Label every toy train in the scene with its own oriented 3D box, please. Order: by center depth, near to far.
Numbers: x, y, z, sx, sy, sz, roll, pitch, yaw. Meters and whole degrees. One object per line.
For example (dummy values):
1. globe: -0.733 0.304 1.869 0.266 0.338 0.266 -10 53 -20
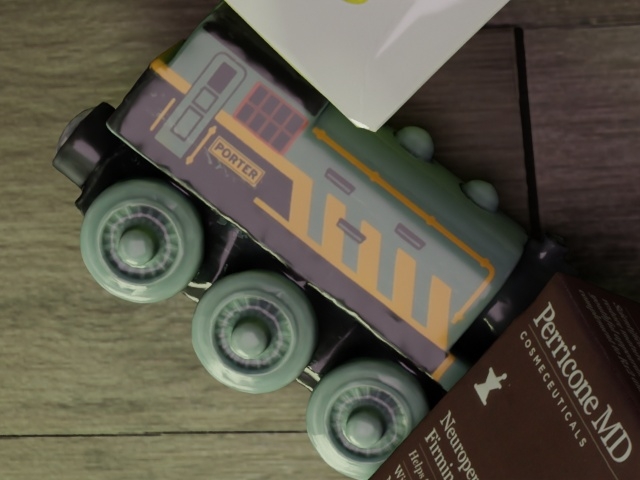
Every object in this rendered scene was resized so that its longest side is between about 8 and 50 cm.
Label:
1. toy train: 0.000 0.000 1.178 0.334 0.142 0.190 38 106 -1

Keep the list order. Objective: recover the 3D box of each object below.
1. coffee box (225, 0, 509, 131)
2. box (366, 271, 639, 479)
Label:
1. coffee box: 0.050 -0.315 0.924 0.337 0.338 0.334 45 116 -3
2. box: 0.158 0.161 1.098 0.167 0.168 0.203 20 120 -37
